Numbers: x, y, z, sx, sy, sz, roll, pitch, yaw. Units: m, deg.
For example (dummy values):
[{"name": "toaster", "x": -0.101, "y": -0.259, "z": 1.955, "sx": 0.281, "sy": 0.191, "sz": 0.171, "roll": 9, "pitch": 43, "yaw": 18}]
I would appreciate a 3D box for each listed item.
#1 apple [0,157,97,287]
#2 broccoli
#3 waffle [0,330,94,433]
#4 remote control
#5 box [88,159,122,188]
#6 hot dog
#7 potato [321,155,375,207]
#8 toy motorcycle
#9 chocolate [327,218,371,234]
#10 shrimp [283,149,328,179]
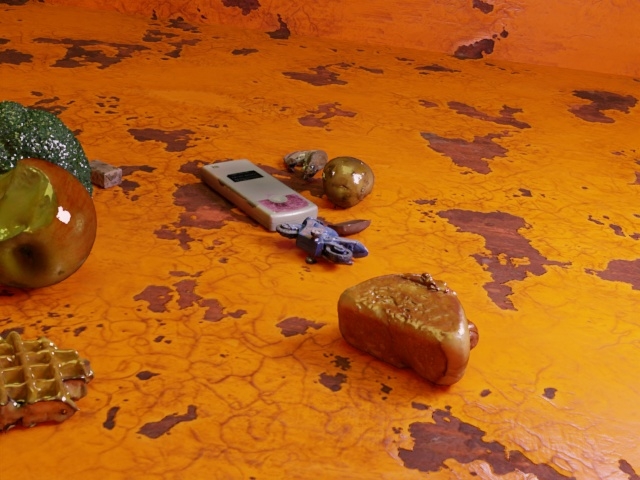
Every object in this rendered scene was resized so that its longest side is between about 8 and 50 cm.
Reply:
[{"name": "apple", "x": -0.557, "y": -0.028, "z": 1.576, "sx": 0.246, "sy": 0.246, "sz": 0.226, "roll": 5, "pitch": 35, "yaw": -3}, {"name": "broccoli", "x": -0.644, "y": -0.142, "z": 1.802, "sx": 0.275, "sy": 0.307, "sz": 0.308, "roll": -23, "pitch": 20, "yaw": 19}, {"name": "waffle", "x": -0.510, "y": 0.226, "z": 1.280, "sx": 0.283, "sy": 0.065, "sz": 0.309, "roll": 13, "pitch": 29, "yaw": 14}, {"name": "remote control", "x": -0.156, "y": -0.117, "z": 2.050, "sx": 0.145, "sy": 0.050, "sz": 0.344, "roll": -13, "pitch": 33, "yaw": -34}, {"name": "box", "x": -0.552, "y": -0.168, "z": 2.070, "sx": 0.098, "sy": 0.045, "sz": 0.062, "roll": 19, "pitch": 29, "yaw": 27}, {"name": "hot dog", "x": 0.168, "y": 0.148, "z": 1.498, "sx": 0.257, "sy": 0.150, "sz": 0.153, "roll": 21, "pitch": 39, "yaw": 28}, {"name": "potato", "x": 0.070, "y": -0.155, "z": 2.096, "sx": 0.137, "sy": 0.137, "sz": 0.176, "roll": 5, "pitch": 24, "yaw": -2}, {"name": "toy motorcycle", "x": 0.000, "y": 0.000, "z": 1.837, "sx": 0.205, "sy": 0.076, "sz": 0.114, "roll": 25, "pitch": 25, "yaw": 32}, {"name": "chocolate", "x": 0.069, "y": -0.030, "z": 1.950, "sx": 0.101, "sy": 0.031, "sz": 0.065, "roll": -13, "pitch": 15, "yaw": -40}, {"name": "shrimp", "x": -0.046, "y": -0.213, "z": 2.270, "sx": 0.126, "sy": 0.047, "sz": 0.223, "roll": 2, "pitch": 21, "yaw": 6}]
